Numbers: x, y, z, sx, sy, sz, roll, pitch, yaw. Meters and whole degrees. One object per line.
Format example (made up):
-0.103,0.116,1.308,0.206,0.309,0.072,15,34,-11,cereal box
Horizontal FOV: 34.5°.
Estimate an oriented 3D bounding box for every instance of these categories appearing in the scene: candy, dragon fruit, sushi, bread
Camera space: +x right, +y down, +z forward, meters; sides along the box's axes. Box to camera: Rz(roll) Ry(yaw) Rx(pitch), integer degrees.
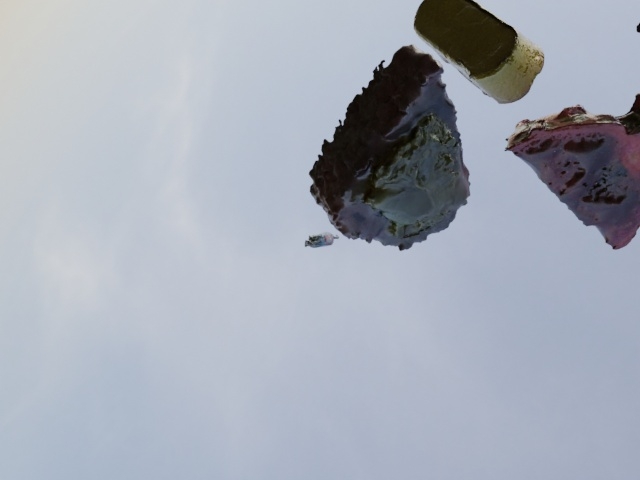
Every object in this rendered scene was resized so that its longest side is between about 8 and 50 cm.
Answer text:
0.000,-0.001,1.446,0.030,0.083,0.020,-8,-88,27,candy
0.424,-0.136,1.523,0.211,0.262,0.134,-31,-149,32,dragon fruit
0.102,-0.092,1.144,0.241,0.161,0.107,-58,-139,25,sushi
0.225,-0.281,1.468,0.102,0.094,0.245,-50,-142,10,bread

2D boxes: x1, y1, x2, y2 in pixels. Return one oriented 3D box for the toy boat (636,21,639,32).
0.572,-0.312,1.506,0.223,0.097,0.100,15,-66,39,toy boat
